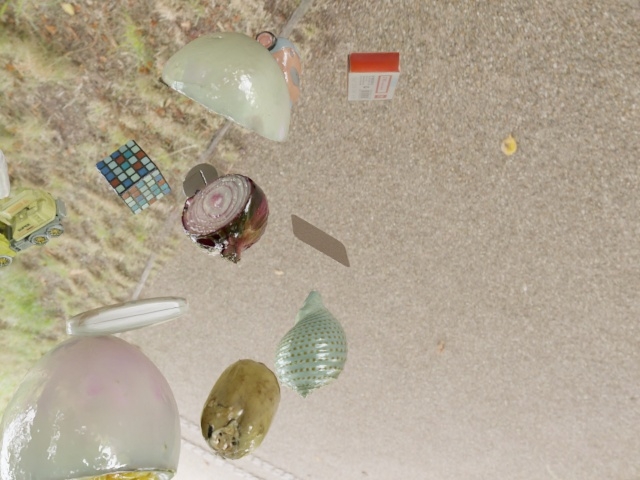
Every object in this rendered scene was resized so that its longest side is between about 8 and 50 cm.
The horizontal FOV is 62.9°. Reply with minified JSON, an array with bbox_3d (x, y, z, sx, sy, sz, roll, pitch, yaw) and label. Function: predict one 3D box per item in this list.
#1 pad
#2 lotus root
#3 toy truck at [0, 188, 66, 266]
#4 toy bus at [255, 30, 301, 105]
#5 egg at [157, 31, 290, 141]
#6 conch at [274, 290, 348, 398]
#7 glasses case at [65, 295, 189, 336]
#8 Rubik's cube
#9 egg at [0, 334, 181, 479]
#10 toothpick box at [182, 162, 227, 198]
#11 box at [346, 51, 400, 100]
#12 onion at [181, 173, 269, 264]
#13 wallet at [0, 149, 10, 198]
[{"bbox_3d":[0.000,0.000,1.969,0.266,0.176,0.002,30,114,-24],"label":"pad"},{"bbox_3d":[-0.176,0.374,1.210,0.146,0.284,0.160,-36,99,19],"label":"lotus root"},{"bbox_3d":[-0.881,-0.048,1.505,0.272,0.124,0.157,-28,144,5],"label":"toy truck"},{"bbox_3d":[-0.190,-0.503,1.669,0.288,0.231,0.194,-16,169,8],"label":"toy bus"},{"bbox_3d":[-0.196,-0.386,1.252,0.337,0.337,0.200,25,104,-9],"label":"egg"},{"bbox_3d":[-0.011,0.349,1.684,0.215,0.319,0.303,26,157,10],"label":"conch"},{"bbox_3d":[-0.332,0.131,0.913,0.204,0.051,0.081,-8,175,-31],"label":"glasses case"},{"bbox_3d":[-0.724,-0.244,2.034,0.184,0.182,0.187,48,167,16],"label":"Rubik's cube"},{"bbox_3d":[-0.489,0.362,1.131,0.355,0.339,0.354,-9,151,-5],"label":"egg"},{"bbox_3d":[-0.282,-0.131,1.435,0.111,0.111,0.181,-8,163,19],"label":"toothpick box"},{"bbox_3d":[0.126,-0.399,1.283,0.123,0.229,0.049,-1,89,3],"label":"box"},{"bbox_3d":[-0.192,-0.024,1.122,0.195,0.218,0.139,-24,142,2],"label":"onion"},{"bbox_3d":[-0.574,-0.143,0.882,0.124,0.032,0.183,47,148,-6],"label":"wallet"}]
